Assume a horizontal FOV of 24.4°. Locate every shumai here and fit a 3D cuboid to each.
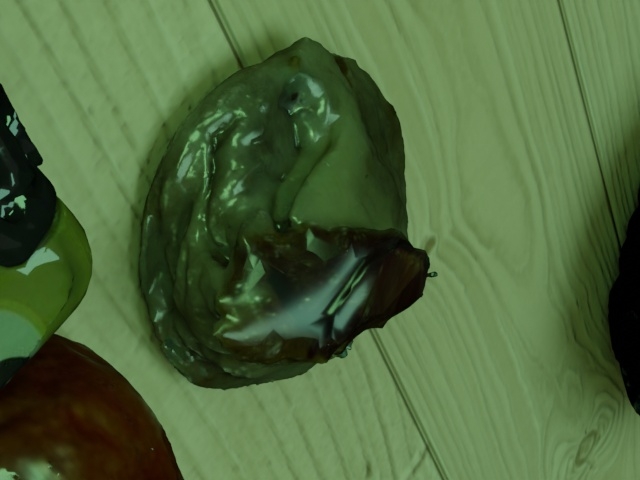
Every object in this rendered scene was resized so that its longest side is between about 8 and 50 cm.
[{"bbox_3d":[0.000,0.000,0.778,0.201,0.120,0.201,-25,126,-40],"label":"shumai"}]

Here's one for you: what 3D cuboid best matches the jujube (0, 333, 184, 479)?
[{"bbox_3d":[-0.174,0.144,0.594,0.255,0.190,0.190,-26,130,-23],"label":"jujube"}]

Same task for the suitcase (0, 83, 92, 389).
[{"bbox_3d":[-0.211,0.007,0.474,0.235,0.143,0.194,-47,132,-15],"label":"suitcase"}]

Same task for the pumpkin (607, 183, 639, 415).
[{"bbox_3d":[0.391,0.033,1.185,0.363,0.266,0.363,-29,133,-37],"label":"pumpkin"}]
